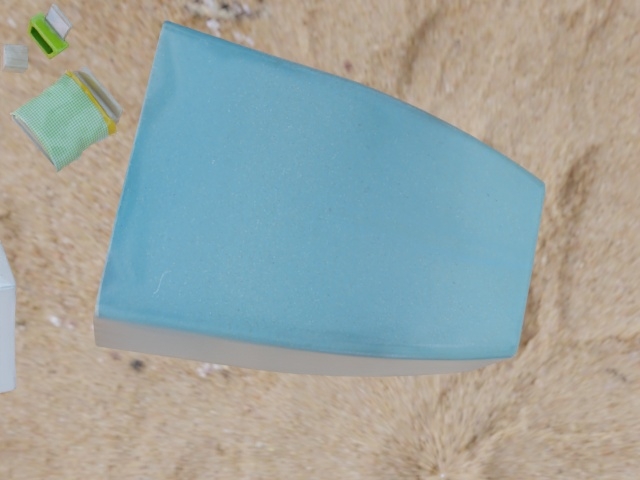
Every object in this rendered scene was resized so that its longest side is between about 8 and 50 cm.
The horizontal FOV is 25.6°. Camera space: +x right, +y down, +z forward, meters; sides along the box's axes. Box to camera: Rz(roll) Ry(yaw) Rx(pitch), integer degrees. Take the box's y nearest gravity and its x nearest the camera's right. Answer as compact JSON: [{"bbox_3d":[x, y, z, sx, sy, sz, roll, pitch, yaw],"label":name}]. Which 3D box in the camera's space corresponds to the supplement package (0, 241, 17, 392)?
[{"bbox_3d":[-0.291,0.022,1.021,0.105,0.105,0.179,-10,42,-22],"label":"supplement package"}]

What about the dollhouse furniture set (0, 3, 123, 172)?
[{"bbox_3d":[-0.220,-0.138,1.111,0.076,0.058,0.151,-42,93,-30],"label":"dollhouse furniture set"}]

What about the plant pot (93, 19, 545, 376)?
[{"bbox_3d":[0.000,0.000,0.826,0.234,0.165,0.165,14,78,-6],"label":"plant pot"}]
